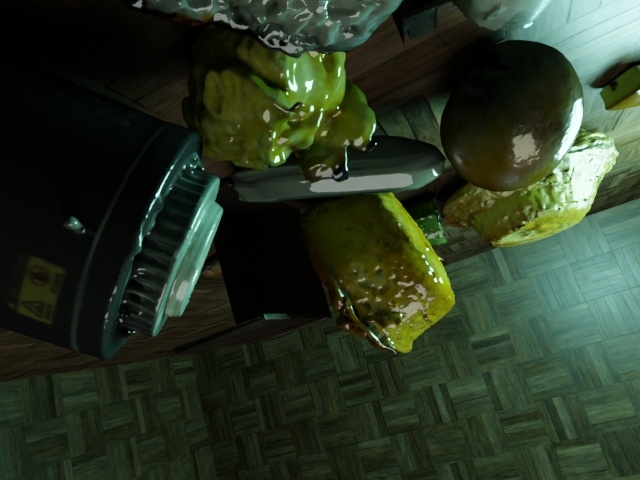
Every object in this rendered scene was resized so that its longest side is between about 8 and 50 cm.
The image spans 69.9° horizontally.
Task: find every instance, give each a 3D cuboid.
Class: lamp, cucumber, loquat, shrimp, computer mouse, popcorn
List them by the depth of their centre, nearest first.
[{"bbox_3d":[-0.221,-0.027,0.364,0.272,0.205,0.374,25,-168,9],"label":"lamp"},{"bbox_3d":[-0.032,-0.148,0.456,0.195,0.173,0.168,3,135,-30],"label":"popcorn"},{"bbox_3d":[0.261,-0.167,0.637,0.179,0.179,0.227,-16,158,-3],"label":"loquat"},{"bbox_3d":[0.028,-0.112,0.720,0.331,0.094,0.197,-5,180,-3],"label":"computer mouse"},{"bbox_3d":[-0.181,0.050,1.159,0.254,0.059,0.145,-22,167,20],"label":"shrimp"},{"bbox_3d":[0.201,-0.024,1.193,0.245,0.134,0.134,-18,166,15],"label":"cucumber"}]

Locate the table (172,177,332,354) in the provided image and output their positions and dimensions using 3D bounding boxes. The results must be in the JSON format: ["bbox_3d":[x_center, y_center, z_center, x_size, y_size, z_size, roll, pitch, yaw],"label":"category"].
[{"bbox_3d":[-0.144,0.061,0.867,0.196,0.250,0.282,-21,166,18],"label":"table"}]

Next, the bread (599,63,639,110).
[{"bbox_3d":[0.628,-0.290,0.828,0.226,0.049,0.088,-13,165,-16],"label":"bread"}]

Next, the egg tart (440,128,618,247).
[{"bbox_3d":[0.526,-0.101,1.151,0.444,0.178,0.443,-14,164,-4],"label":"egg tart"}]

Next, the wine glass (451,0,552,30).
[{"bbox_3d":[0.155,-0.252,0.317,0.111,0.111,0.204,-17,161,0],"label":"wine glass"}]

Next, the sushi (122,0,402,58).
[{"bbox_3d":[-0.050,-0.200,0.255,0.225,0.127,0.124,2,159,-31],"label":"sushi"}]

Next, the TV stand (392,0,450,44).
[{"bbox_3d":[0.198,-0.267,0.449,0.257,0.040,0.049,-19,165,8],"label":"TV stand"}]

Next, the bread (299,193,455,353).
[{"bbox_3d":[0.116,0.037,0.905,0.204,0.337,0.358,-39,-172,18],"label":"bread"}]
